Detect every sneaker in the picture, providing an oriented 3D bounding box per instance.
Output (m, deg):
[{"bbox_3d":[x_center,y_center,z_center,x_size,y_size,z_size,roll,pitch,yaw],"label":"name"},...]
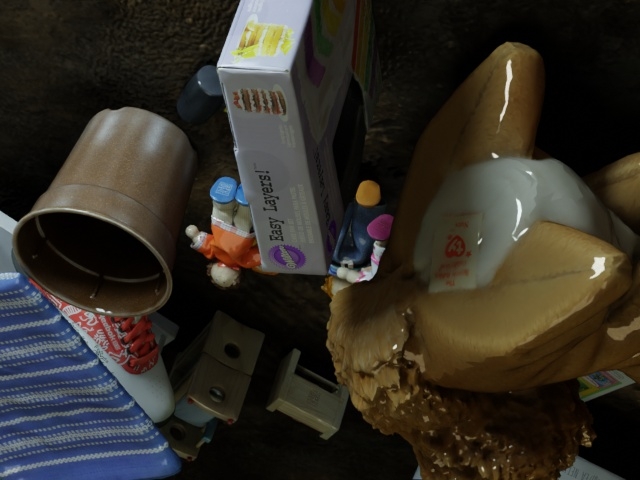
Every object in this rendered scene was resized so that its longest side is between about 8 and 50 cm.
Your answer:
[{"bbox_3d":[-0.224,0.075,1.869,0.145,0.090,0.270,-37,87,43],"label":"sneaker"}]

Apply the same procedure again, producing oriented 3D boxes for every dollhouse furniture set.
[{"bbox_3d":[-0.083,0.200,2.000,0.184,0.129,0.129,28,141,-13],"label":"dollhouse furniture set"}]

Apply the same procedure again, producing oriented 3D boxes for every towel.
[{"bbox_3d":[-0.327,0.168,1.857,0.243,0.040,0.336,-11,132,29],"label":"towel"}]

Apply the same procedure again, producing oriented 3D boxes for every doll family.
[{"bbox_3d":[0.000,0.000,1.730,0.263,0.118,0.163,15,137,6],"label":"doll family"}]

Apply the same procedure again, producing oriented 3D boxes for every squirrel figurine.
[{"bbox_3d":[0.224,0.079,1.604,0.370,0.281,0.397,22,121,-41],"label":"squirrel figurine"}]

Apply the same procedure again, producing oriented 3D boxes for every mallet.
[{"bbox_3d":[-0.046,-0.118,1.675,0.190,0.039,0.062,19,146,-8],"label":"mallet"}]

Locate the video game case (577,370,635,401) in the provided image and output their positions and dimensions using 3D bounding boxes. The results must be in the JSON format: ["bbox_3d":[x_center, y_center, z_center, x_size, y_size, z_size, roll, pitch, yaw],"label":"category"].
[{"bbox_3d":[0.251,0.098,1.826,0.212,0.023,0.193,37,139,-24],"label":"video game case"}]

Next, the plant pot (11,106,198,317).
[{"bbox_3d":[-0.208,-0.037,1.730,0.167,0.165,0.167,11,142,8],"label":"plant pot"}]

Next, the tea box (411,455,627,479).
[{"bbox_3d":[0.244,0.410,1.926,0.329,0.323,0.220,25,168,-9],"label":"tea box"}]

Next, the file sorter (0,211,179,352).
[{"bbox_3d":[-0.349,0.127,1.985,0.278,0.173,0.193,35,139,-20],"label":"file sorter"}]

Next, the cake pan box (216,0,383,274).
[{"bbox_3d":[-0.011,-0.138,1.461,0.070,0.245,0.267,7,140,15],"label":"cake pan box"}]

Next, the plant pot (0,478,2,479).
[{"bbox_3d":[-0.564,0.344,2.264,0.293,0.293,0.235,38,123,-23],"label":"plant pot"}]
